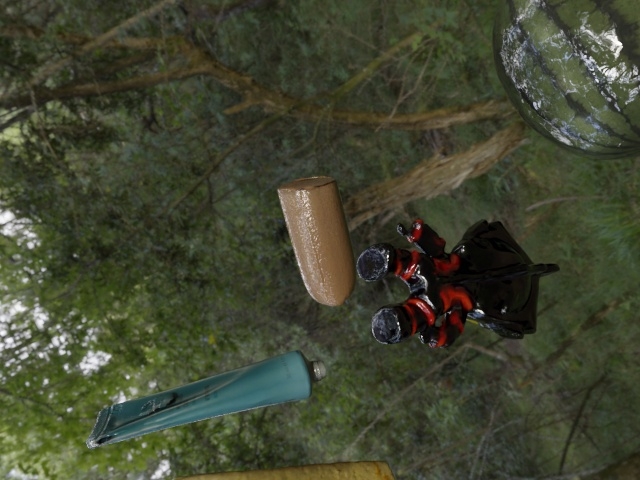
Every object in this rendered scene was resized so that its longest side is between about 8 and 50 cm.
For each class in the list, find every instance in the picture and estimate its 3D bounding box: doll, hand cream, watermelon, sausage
[{"bbox_3d":[0.148,0.040,0.562,0.088,0.248,0.127,16,109,53],"label":"doll"},{"bbox_3d":[-0.104,0.151,0.537,0.083,0.224,0.048,-159,58,-76],"label":"hand cream"},{"bbox_3d":[0.395,-0.288,0.799,0.279,0.278,0.359,77,175,-61],"label":"watermelon"},{"bbox_3d":[0.000,0.000,1.134,0.123,0.123,0.253,-137,32,-72],"label":"sausage"}]

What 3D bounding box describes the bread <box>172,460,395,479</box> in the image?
[{"bbox_3d":[-0.054,0.352,0.654,0.185,0.274,0.114,-63,31,35],"label":"bread"}]
